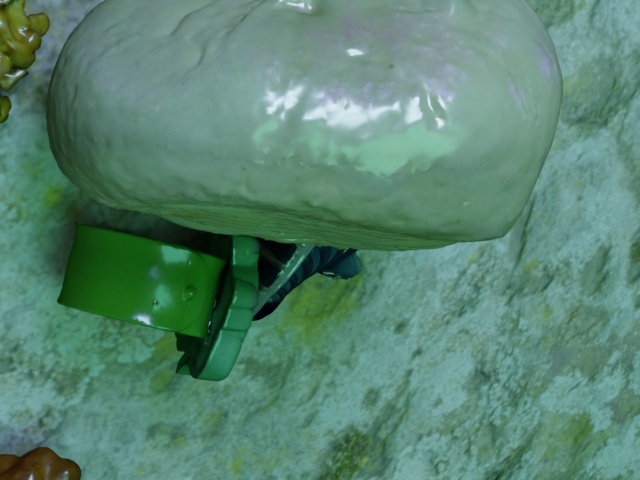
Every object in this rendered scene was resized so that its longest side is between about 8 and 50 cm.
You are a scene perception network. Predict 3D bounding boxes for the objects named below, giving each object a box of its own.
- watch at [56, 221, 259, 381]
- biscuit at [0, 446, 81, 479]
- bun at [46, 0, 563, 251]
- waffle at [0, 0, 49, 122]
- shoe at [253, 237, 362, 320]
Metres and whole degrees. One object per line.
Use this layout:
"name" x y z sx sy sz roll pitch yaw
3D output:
"watch" -0.139 0.043 0.968 0.152 0.165 0.131 13 88 -22
"biscuit" -0.374 0.314 0.994 0.312 0.110 0.318 0 117 -35
"bun" -0.005 -0.105 0.840 0.361 0.361 0.213 9 86 -37
"waffle" -0.307 -0.173 0.765 0.293 0.069 0.260 6 114 -37
"shoe" 0.000 0.000 1.057 0.207 0.091 0.106 -43 127 -8
